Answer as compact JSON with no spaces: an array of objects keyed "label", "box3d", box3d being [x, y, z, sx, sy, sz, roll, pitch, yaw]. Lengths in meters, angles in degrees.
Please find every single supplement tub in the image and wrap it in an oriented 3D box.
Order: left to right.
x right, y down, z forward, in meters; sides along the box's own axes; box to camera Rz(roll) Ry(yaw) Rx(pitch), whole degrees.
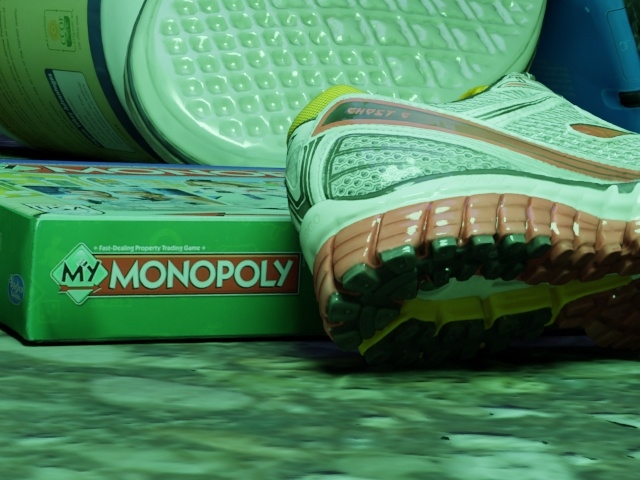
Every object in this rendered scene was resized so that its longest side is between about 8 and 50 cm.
[{"label":"supplement tub","box3d":[-0.134,-0.167,1.385,0.228,0.228,0.316,-2,8,-41]}]

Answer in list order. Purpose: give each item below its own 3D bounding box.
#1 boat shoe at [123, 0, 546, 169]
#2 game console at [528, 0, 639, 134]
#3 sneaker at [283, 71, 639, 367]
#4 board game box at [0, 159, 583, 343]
[{"label":"boat shoe","box3d":[0.029,-0.125,1.119,0.187,0.156,0.500,33,33,3]},{"label":"game console","box3d":[0.205,-0.116,1.430,0.173,0.250,0.293,-31,23,-27]},{"label":"sneaker","box3d":[0.089,-0.020,0.669,0.225,0.088,0.092,1,51,-35]},{"label":"board game box","box3d":[0.000,0.000,0.793,0.317,0.046,0.213,0,8,-27]}]
